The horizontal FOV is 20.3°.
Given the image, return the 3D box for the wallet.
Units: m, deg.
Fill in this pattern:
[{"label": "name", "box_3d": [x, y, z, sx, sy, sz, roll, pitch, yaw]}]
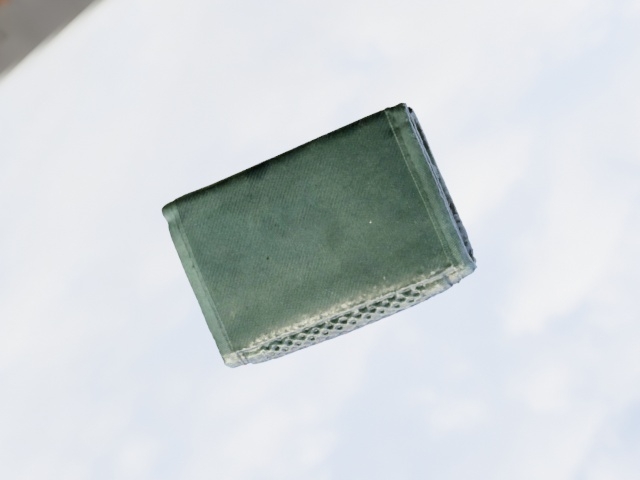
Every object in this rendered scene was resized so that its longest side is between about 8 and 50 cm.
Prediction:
[{"label": "wallet", "box_3d": [0.000, 0.000, 0.823, 0.129, 0.088, 0.026, -22, -179, 15]}]
